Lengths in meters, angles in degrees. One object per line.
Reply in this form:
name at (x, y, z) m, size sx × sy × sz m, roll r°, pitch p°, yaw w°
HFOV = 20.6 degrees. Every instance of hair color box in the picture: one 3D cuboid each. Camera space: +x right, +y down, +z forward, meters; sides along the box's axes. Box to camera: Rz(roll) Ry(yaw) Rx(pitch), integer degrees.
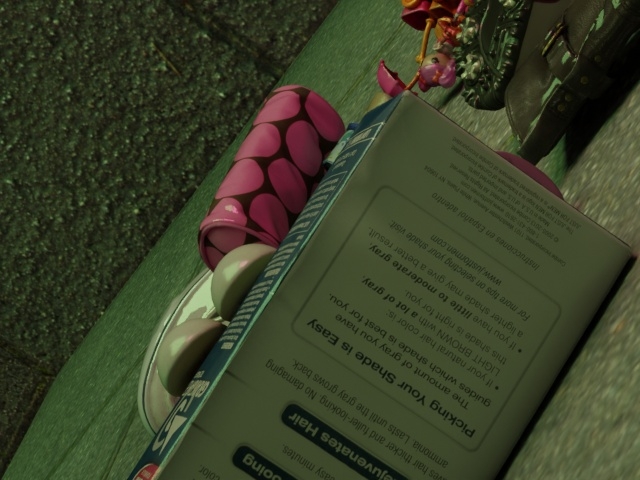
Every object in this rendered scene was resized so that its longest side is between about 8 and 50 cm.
hair color box at (0.015, 0.103, 1.046) m, size 0.347 × 0.174 × 0.105 m, roll -57°, pitch 8°, yaw -10°

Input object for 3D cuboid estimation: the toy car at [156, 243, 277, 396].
toy car at (-0.033, 0.103, 1.496) m, size 0.182 × 0.159 × 0.136 m, roll -54°, pitch -27°, yaw 10°

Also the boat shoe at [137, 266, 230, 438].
boat shoe at (-0.031, 0.054, 1.667) m, size 0.367 × 0.136 × 0.156 m, roll -47°, pitch 11°, yaw -8°

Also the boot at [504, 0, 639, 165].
boot at (0.217, -0.192, 1.343) m, size 0.229 × 0.091 × 0.263 m, roll -54°, pitch 5°, yaw 32°

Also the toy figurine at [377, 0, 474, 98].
toy figurine at (0.128, -0.207, 1.895) m, size 0.173 × 0.130 × 0.159 m, roll -3°, pitch 64°, yaw 48°

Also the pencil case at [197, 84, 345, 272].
pencil case at (-0.038, -0.047, 1.597) m, size 0.095 × 0.098 × 0.209 m, roll 116°, pitch 178°, yaw -49°

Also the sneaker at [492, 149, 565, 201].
sneaker at (0.081, 0.051, 1.195) m, size 0.236 × 0.095 × 0.104 m, roll -55°, pitch 1°, yaw -29°

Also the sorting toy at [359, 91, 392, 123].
sorting toy at (0.000, 0.000, 1.927) m, size 0.229 × 0.041 × 0.307 m, roll 140°, pitch 154°, yaw -77°

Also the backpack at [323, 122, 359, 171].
backpack at (0.065, -0.061, 1.569) m, size 0.084 × 0.114 × 0.105 m, roll -56°, pitch 8°, yaw -5°

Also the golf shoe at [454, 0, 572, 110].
golf shoe at (0.196, -0.215, 1.485) m, size 0.105 × 0.120 × 0.272 m, roll -32°, pitch 35°, yaw 56°
